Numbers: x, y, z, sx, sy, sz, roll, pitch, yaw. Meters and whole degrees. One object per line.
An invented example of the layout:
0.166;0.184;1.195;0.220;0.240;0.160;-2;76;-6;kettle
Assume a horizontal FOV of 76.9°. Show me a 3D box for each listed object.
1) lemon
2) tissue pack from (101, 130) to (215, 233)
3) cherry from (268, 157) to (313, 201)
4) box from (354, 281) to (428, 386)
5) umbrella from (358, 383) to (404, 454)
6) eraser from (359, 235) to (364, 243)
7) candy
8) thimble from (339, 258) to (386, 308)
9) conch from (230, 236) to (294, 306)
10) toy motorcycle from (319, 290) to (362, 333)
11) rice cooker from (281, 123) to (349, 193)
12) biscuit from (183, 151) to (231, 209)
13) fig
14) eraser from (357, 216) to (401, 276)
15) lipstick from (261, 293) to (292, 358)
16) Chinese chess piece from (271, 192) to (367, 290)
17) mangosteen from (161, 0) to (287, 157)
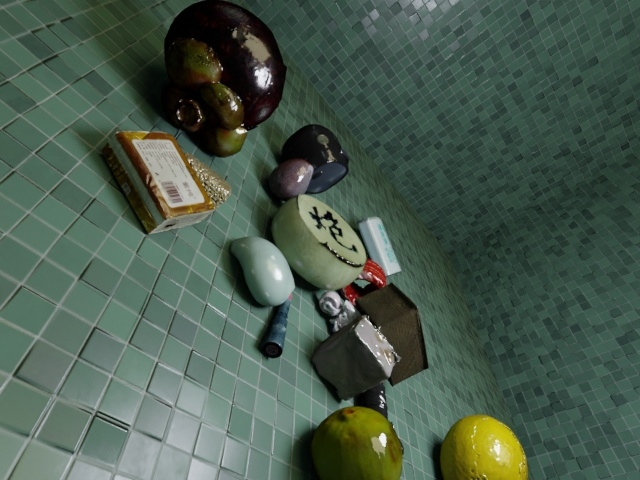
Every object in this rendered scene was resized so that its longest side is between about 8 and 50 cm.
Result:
0.550;0.757;1.371;0.297;0.297;0.297;43;27;-29;lemon
-0.370;-0.141;0.943;0.226;0.092;0.183;57;23;3;tissue pack
-0.108;-0.221;1.458;0.140;0.176;0.176;34;28;-8;cherry
0.232;0.305;1.313;0.184;0.143;0.274;-133;-156;-59;box
0.163;0.512;1.142;0.106;0.113;0.358;49;22;-23;umbrella
0.200;-0.003;1.968;0.083;0.019;0.038;10;53;-59;eraser
0.102;0.336;1.145;0.185;0.195;0.137;52;22;-2;candy
0.161;0.161;1.509;0.189;0.163;0.125;48;23;-21;thimble
-0.152;0.073;1.098;0.221;0.120;0.185;60;-6;17;conch
0.092;0.270;1.306;0.254;0.112;0.112;55;23;-2;toy motorcycle
-0.023;-0.339;1.678;0.267;0.267;0.225;13;46;-58;rice cooker
-0.321;-0.164;1.098;0.168;0.070;0.082;43;18;-25;biscuit
0.092;0.497;0.909;0.207;0.207;0.230;1;59;-63;fig
0.284;0.035;1.950;0.189;0.104;0.290;1;67;-65;eraser
-0.104;0.210;1.072;0.053;0.053;0.234;49;23;-18;lipstick
0.000;0.000;1.351;0.349;0.146;0.349;39;22;-19;Chinese chess piece
-0.281;-0.481;1.212;0.381;0.380;0.422;25;52;-51;mangosteen
